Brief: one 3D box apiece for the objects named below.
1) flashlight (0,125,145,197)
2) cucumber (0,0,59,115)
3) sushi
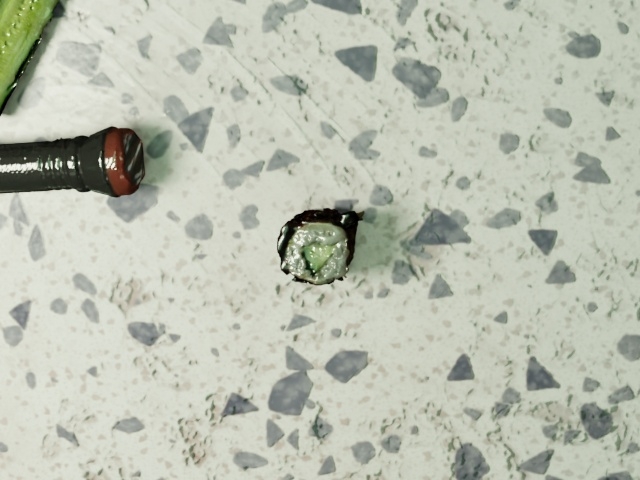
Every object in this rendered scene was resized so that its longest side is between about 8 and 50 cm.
[{"bbox_3d":[-0.336,-0.092,1.596,0.232,0.093,0.093,-2,103,12],"label":"flashlight"},{"bbox_3d":[-0.383,-0.251,1.576,0.078,0.062,0.211,22,100,-35],"label":"cucumber"},{"bbox_3d":[-0.001,0.001,1.580,0.094,0.084,0.098,10,99,7],"label":"sushi"}]
